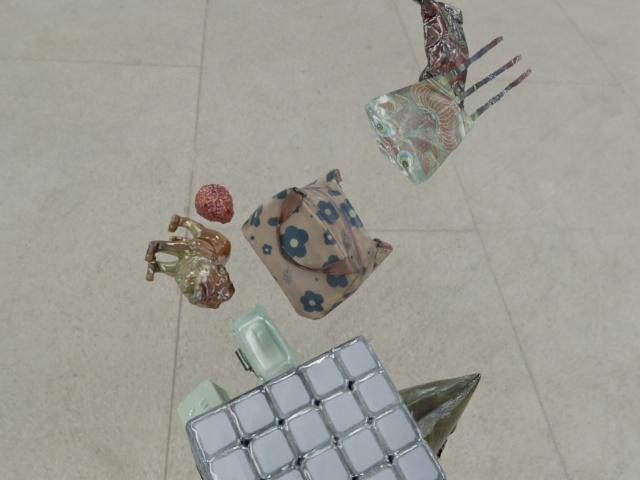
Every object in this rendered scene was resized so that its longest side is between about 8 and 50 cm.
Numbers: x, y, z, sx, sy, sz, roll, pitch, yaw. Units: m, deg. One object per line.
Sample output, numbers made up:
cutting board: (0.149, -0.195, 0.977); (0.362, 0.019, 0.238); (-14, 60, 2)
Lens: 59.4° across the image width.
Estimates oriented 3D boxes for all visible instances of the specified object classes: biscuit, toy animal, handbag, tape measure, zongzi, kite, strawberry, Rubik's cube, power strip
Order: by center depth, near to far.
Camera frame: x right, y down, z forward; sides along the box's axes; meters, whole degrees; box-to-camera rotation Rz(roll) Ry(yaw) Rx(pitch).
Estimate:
Rubik's cube: (-0.007, 0.291, 0.678); (0.238, 0.237, 0.237); (-23, 65, -19)
kite: (0.170, -0.184, 0.729); (0.229, 0.016, 0.127); (-39, 99, -3)
power strip: (-0.143, 0.385, 0.951); (0.091, 0.062, 0.385); (-45, 40, -5)
toy animal: (-0.214, 0.036, 0.983); (0.157, 0.097, 0.312); (21, 15, -7)
biscuit: (0.229, -0.363, 1.055); (0.151, 0.063, 0.235); (18, 66, -49)
handbag: (0.000, 0.000, 1.089); (0.190, 0.193, 0.251); (-33, 85, -41)
strawberry: (-0.221, -0.074, 1.196); (0.096, 0.083, 0.083); (29, 50, 34)
tape measure: (-0.150, 0.286, 1.481); (0.125, 0.246, 0.243); (-34, 59, -7)
zongzi: (0.187, 0.484, 1.504); (0.403, 0.432, 0.208); (-1, 48, -20)
